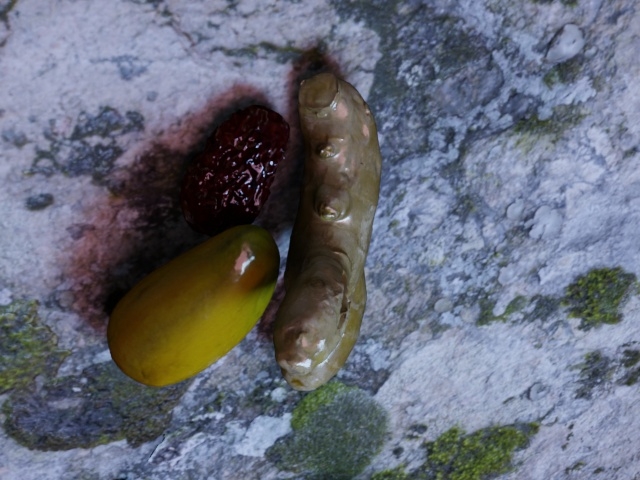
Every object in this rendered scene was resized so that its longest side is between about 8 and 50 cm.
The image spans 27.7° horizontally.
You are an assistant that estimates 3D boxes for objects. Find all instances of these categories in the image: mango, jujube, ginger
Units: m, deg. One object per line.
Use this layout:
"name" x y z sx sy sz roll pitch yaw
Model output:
"mango" -0.147 0.077 1.512 0.177 0.119 0.317 -2 148 -43
"jujube" -0.101 -0.079 1.481 0.104 0.104 0.165 16 103 -37
"ginger" 0.017 0.006 1.566 0.363 0.122 0.348 53 50 -74
